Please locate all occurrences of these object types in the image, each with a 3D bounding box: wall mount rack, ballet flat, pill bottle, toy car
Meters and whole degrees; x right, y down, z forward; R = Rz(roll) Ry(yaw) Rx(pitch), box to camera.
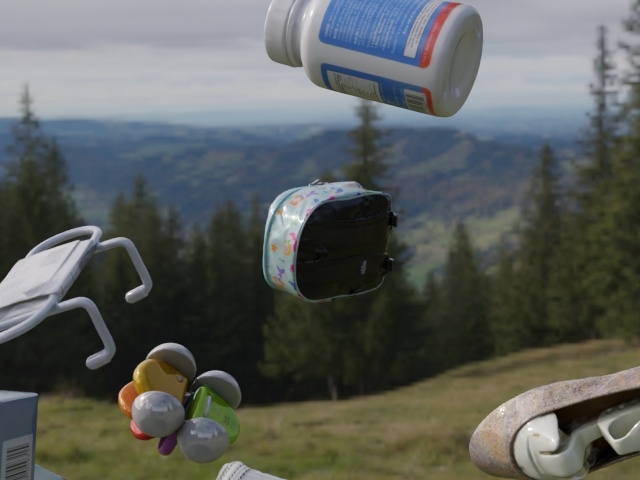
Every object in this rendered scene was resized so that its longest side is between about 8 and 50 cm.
[{"bbox_3d":[-0.390,0.113,1.666,0.304,0.130,0.350,-18,19,13],"label":"wall mount rack"},{"bbox_3d":[0.294,0.198,1.354,0.316,0.107,0.106,-27,15,23],"label":"ballet flat"},{"bbox_3d":[0.055,-0.217,1.395,0.222,0.124,0.124,18,11,23],"label":"pill bottle"},{"bbox_3d":[-0.209,0.253,1.855,0.182,0.136,0.159,33,31,-15],"label":"toy car"}]

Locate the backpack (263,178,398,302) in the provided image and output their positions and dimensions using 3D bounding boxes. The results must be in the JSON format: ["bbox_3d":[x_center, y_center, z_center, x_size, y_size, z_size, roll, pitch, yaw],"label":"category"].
[{"bbox_3d":[0.000,0.000,2.428,0.191,0.225,0.253,19,22,36],"label":"backpack"}]

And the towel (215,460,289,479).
[{"bbox_3d":[0.000,0.338,0.997,0.324,0.056,0.312,17,47,17],"label":"towel"}]

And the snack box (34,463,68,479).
[{"bbox_3d":[-0.393,0.420,1.766,0.322,0.187,0.060,34,-26,-29],"label":"snack box"}]

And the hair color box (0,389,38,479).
[{"bbox_3d":[-0.531,0.262,1.508,0.375,0.185,0.113,2,-1,14],"label":"hair color box"}]
